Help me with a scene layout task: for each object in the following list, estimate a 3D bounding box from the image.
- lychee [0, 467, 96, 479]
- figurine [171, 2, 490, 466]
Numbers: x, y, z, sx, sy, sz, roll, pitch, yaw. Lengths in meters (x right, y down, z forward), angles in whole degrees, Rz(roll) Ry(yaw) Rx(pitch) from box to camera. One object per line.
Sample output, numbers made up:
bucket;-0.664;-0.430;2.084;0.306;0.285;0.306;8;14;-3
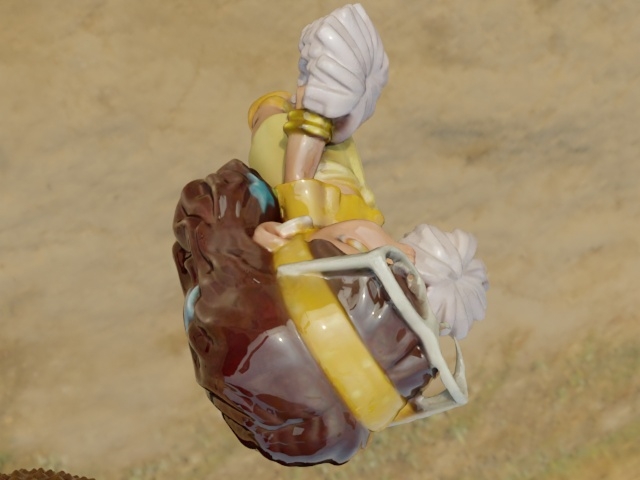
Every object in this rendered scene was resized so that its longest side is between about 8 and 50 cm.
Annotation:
lychee;-0.275;0.348;1.283;0.267;0.267;0.267;-19;143;-15
figurine;-0.001;0.001;0.600;0.116;0.240;0.174;-20;120;16
